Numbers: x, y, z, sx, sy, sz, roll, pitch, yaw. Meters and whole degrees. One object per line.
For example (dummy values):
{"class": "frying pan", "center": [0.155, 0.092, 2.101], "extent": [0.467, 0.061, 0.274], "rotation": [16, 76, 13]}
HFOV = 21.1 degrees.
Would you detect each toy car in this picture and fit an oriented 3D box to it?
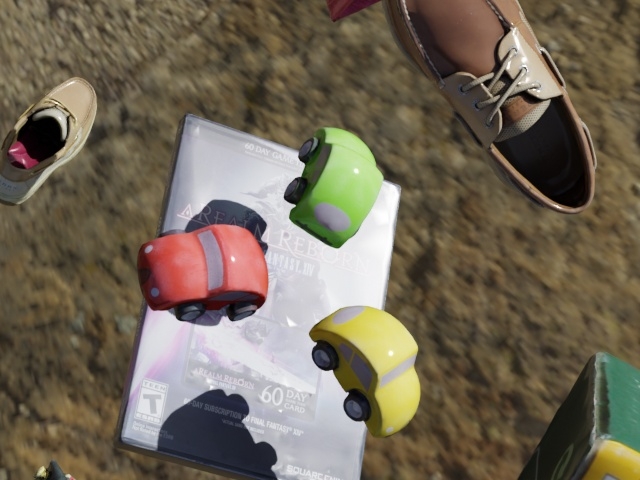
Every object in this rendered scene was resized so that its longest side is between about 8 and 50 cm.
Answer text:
{"class": "toy car", "center": [0.000, 0.000, 1.235], "extent": [0.239, 0.225, 0.053], "rotation": [32, 141, -20]}

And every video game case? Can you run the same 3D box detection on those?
{"class": "video game case", "center": [-0.043, 0.053, 1.343], "extent": [0.196, 0.026, 0.274], "rotation": [18, 66, -20]}

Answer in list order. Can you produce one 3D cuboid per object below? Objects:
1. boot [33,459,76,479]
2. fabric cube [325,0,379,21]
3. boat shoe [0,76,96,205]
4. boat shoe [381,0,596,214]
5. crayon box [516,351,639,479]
{"class": "boot", "center": [-0.237, 0.188, 1.084], "extent": [0.178, 0.085, 0.236], "rotation": [-37, 70, -2]}
{"class": "fabric cube", "center": [0.085, -0.285, 0.701], "extent": [0.259, 0.254, 0.258], "rotation": [-27, 86, -22]}
{"class": "boat shoe", "center": [-0.205, -0.081, 1.301], "extent": [0.050, 0.135, 0.045], "rotation": [33, 139, -6]}
{"class": "boat shoe", "center": [0.174, -0.148, 1.622], "extent": [0.123, 0.116, 0.324], "rotation": [-39, 123, 6]}
{"class": "crayon box", "center": [0.175, 0.202, 0.524], "extent": [0.323, 0.083, 0.203], "rotation": [29, 108, 0]}
